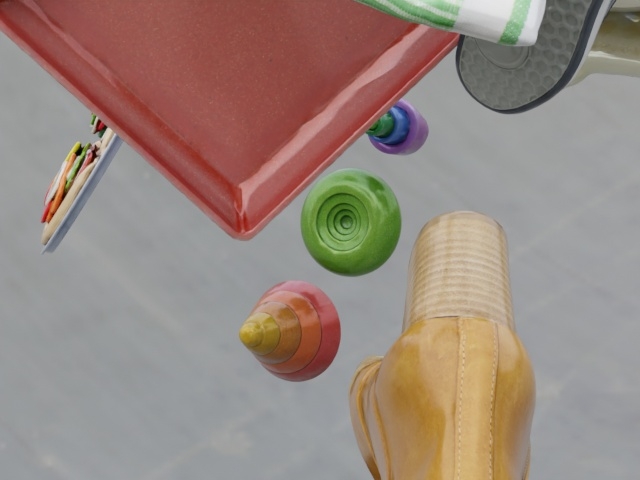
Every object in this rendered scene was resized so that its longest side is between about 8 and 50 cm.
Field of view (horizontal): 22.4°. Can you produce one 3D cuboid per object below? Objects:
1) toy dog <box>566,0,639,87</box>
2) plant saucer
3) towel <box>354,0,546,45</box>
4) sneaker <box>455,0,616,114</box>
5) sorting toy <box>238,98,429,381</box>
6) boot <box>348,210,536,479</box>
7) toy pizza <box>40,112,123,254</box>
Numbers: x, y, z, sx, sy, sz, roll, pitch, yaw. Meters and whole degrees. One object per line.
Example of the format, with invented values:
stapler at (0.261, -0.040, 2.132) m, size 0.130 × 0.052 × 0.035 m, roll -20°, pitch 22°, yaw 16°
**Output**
toy dog at (0.256, -0.346, 1.482) m, size 0.408 × 0.395 × 0.284 m, roll 35°, pitch -3°, yaw -43°
plant saucer at (-0.053, -0.170, 1.100) m, size 0.258 × 0.259 × 0.048 m, roll -43°, pitch 24°, yaw 9°
towel at (-0.008, -0.253, 0.866) m, size 0.325 × 0.248 × 0.038 m, roll 22°, pitch -27°, yaw -12°
sneaker at (0.188, -0.188, 1.076) m, size 0.086 × 0.226 × 0.163 m, roll 43°, pitch 47°, yaw 9°
sorting toy at (0.000, 0.000, 1.832) m, size 0.127 × 0.365 × 0.126 m, roll 33°, pitch 14°, yaw 23°
boot at (0.060, 0.147, 0.867) m, size 0.104 × 0.295 × 0.211 m, roll 5°, pitch 52°, yaw 2°
toy pizza at (-0.186, -0.079, 1.328) m, size 0.032 × 0.201 × 0.201 m, roll 31°, pitch 11°, yaw -10°
